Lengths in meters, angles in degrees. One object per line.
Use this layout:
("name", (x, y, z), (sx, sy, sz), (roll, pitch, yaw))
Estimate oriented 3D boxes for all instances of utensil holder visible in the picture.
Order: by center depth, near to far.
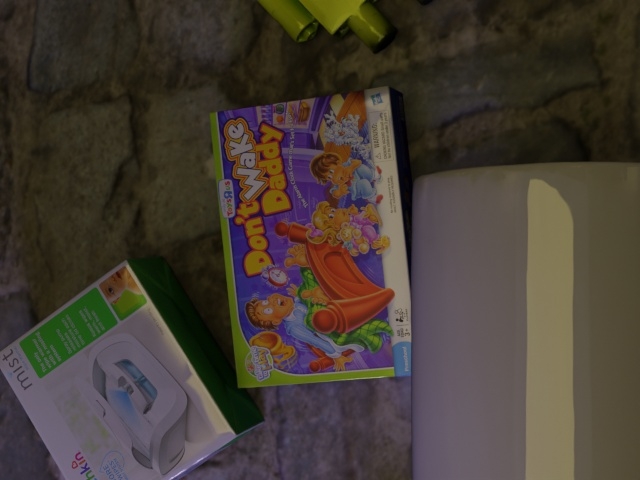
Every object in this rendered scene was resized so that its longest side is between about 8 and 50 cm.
("utensil holder", (0.254, 0.120, 1.264), (0.328, 0.327, 0.385), (-1, 88, 17))

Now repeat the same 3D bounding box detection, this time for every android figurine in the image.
("android figurine", (0.021, -0.369, 1.467), (0.273, 0.056, 0.248), (46, 102, 11))

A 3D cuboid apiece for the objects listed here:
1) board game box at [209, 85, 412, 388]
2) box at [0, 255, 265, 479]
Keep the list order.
("board game box", (0.000, 0.000, 1.463), (0.233, 0.078, 0.347), (-7, 88, 16))
("box", (-0.244, 0.190, 1.514), (0.231, 0.127, 0.262), (-34, 82, 12))
